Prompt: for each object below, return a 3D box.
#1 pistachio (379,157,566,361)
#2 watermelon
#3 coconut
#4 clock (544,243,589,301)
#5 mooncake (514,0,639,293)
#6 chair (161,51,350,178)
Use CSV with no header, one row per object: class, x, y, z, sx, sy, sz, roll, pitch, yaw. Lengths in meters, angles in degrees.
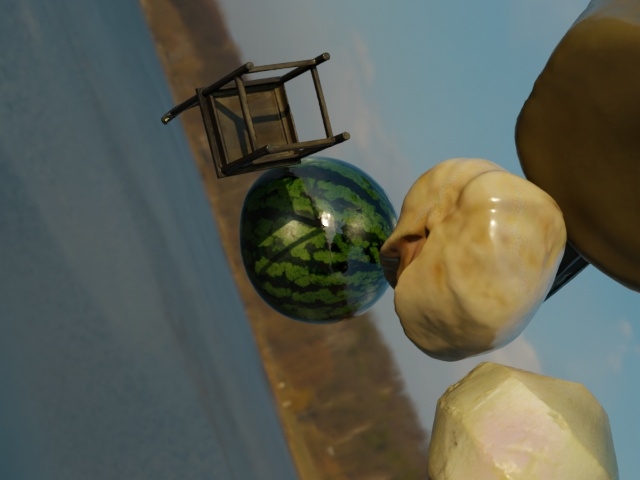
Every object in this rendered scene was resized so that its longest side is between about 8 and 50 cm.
pistachio,0.198,0.028,1.623,0.321,0.238,0.229,101,-15,-51
watermelon,0.000,0.000,2.103,0.285,0.285,0.285,160,-90,-86
coconut,0.257,0.275,1.557,0.259,0.259,0.259,160,-90,-86
clock,0.400,0.010,1.960,0.066,0.319,0.319,49,-8,13
mooncake,0.486,-0.132,1.543,0.467,0.262,0.467,29,-35,23
chair,-0.098,-0.169,1.764,0.260,0.155,0.141,-17,-94,57
